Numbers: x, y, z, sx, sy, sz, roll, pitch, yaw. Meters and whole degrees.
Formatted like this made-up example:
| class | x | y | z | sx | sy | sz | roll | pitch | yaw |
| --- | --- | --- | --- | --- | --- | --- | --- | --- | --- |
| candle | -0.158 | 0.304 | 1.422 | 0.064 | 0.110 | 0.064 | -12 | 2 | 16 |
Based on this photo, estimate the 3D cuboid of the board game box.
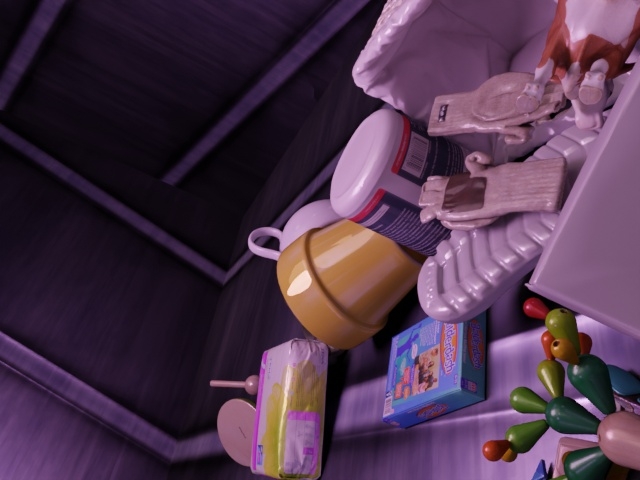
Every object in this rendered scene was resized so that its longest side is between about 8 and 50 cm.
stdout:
| class | x | y | z | sx | sy | sz | roll | pitch | yaw |
| --- | --- | --- | --- | --- | --- | --- | --- | --- | --- |
| board game box | 0.182 | 0.201 | 0.937 | 0.210 | 0.047 | 0.160 | -45 | 25 | 51 |

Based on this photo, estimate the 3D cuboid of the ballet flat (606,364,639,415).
| class | x | y | z | sx | sy | sz | roll | pitch | yaw |
| --- | --- | --- | --- | --- | --- | --- | --- | --- | --- |
| ballet flat | 0.317 | 0.167 | 0.582 | 0.041 | 0.041 | 0.114 | -63 | 15 | 10 |

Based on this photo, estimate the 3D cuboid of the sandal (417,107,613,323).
| class | x | y | z | sx | sy | sz | roll | pitch | yaw |
| --- | --- | --- | --- | --- | --- | --- | --- | --- | --- |
| sandal | 0.306 | -0.028 | 0.762 | 0.416 | 0.102 | 0.169 | -38 | 37 | 28 |

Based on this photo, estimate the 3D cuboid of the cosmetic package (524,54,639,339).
| class | x | y | z | sx | sy | sz | roll | pitch | yaw |
| --- | --- | --- | --- | --- | --- | --- | --- | --- | --- |
| cosmetic package | 0.340 | -0.087 | 0.530 | 0.365 | 0.155 | 0.197 | -66 | -18 | 5 |

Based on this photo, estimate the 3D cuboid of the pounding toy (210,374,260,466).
| class | x | y | z | sx | sy | sz | roll | pitch | yaw |
| --- | --- | --- | --- | --- | --- | --- | --- | --- | --- |
| pounding toy | -0.182 | 0.475 | 1.562 | 0.183 | 0.110 | 0.236 | -12 | 89 | 35 |

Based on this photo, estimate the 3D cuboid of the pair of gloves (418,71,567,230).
| class | x | y | z | sx | sy | sz | roll | pitch | yaw |
| --- | --- | --- | --- | --- | --- | --- | --- | --- | --- |
| pair of gloves | 0.237 | -0.123 | 0.795 | 0.204 | 0.042 | 0.240 | -11 | 58 | 39 |

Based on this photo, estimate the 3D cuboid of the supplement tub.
| class | x | y | z | sx | sy | sz | roll | pitch | yaw |
| --- | --- | --- | --- | --- | --- | --- | --- | --- | --- |
| supplement tub | 0.171 | -0.080 | 0.963 | 0.191 | 0.272 | 0.191 | -56 | 19 | 30 |

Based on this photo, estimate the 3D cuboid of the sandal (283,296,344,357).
| class | x | y | z | sx | sy | sz | roll | pitch | yaw |
| --- | --- | --- | --- | --- | --- | --- | --- | --- | --- |
| sandal | 0.003 | 0.182 | 1.447 | 0.120 | 0.086 | 0.303 | -45 | 34 | 3 |

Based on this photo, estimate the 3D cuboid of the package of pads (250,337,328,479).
| class | x | y | z | sx | sy | sz | roll | pitch | yaw |
| --- | --- | --- | --- | --- | --- | --- | --- | --- | --- |
| package of pads | -0.072 | 0.379 | 1.298 | 0.229 | 0.101 | 0.296 | 143 | 135 | -61 |

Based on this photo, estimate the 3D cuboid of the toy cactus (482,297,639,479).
| class | x | y | z | sx | sy | sz | roll | pitch | yaw |
| --- | --- | --- | --- | --- | --- | --- | --- | --- | --- |
| toy cactus | 0.254 | 0.175 | 0.562 | 0.181 | 0.112 | 0.218 | 11 | 96 | 56 |

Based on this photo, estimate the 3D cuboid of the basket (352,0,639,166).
| class | x | y | z | sx | sy | sz | roll | pitch | yaw |
| --- | --- | --- | --- | --- | --- | --- | --- | --- | --- |
| basket | 0.282 | -0.346 | 0.901 | 0.328 | 0.332 | 0.266 | -36 | 31 | 59 |

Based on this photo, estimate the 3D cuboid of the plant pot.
| class | x | y | z | sx | sy | sz | roll | pitch | yaw |
| --- | --- | --- | --- | --- | --- | --- | --- | --- | --- |
| plant pot | 0.084 | 0.053 | 1.152 | 0.239 | 0.254 | 0.254 | -38 | 28 | 27 |

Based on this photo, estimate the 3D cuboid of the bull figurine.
| class | x | y | z | sx | sy | sz | roll | pitch | yaw |
| --- | --- | --- | --- | --- | --- | --- | --- | --- | --- |
| bull figurine | 0.289 | -0.230 | 0.590 | 0.188 | 0.101 | 0.310 | -51 | -27 | -37 |

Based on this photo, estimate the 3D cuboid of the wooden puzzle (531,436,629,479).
| class | x | y | z | sx | sy | sz | roll | pitch | yaw |
| --- | --- | --- | --- | --- | --- | --- | --- | --- | --- |
| wooden puzzle | 0.280 | 0.251 | 0.623 | 0.078 | 0.014 | 0.116 | -65 | 16 | -12 |

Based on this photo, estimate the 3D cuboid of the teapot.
| class | x | y | z | sx | sy | sz | roll | pitch | yaw |
| --- | --- | --- | --- | --- | --- | --- | --- | --- | --- |
| teapot | 0.000 | 0.000 | 1.396 | 0.252 | 0.256 | 0.187 | -45 | 37 | 4 |
